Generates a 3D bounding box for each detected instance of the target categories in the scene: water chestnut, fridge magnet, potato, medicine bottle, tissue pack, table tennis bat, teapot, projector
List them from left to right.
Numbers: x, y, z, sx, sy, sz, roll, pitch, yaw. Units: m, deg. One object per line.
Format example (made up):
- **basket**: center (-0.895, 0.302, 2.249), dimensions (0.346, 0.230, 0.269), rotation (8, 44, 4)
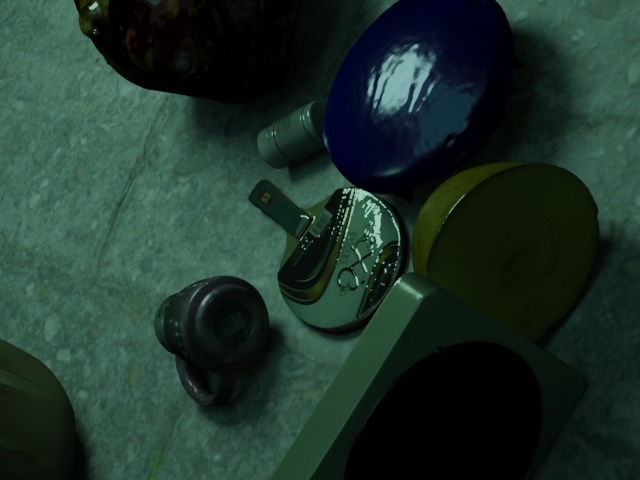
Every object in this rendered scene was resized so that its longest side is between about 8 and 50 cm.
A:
- **tissue pack**: center (-0.514, 0.289, 1.991), dimensions (0.387, 0.267, 0.277), rotation (-42, 41, 22)
- **teapot**: center (-0.133, 0.115, 1.852), dimensions (0.116, 0.148, 0.146), rotation (-35, 17, -29)
- **water chestnut**: center (-0.144, -0.340, 2.019), dimensions (0.335, 0.347, 0.335), rotation (23, 121, 43)
- **medicine bottle**: center (-0.028, -0.132, 1.911), dimensions (0.091, 0.058, 0.058), rotation (-25, 50, 34)
- **table tennis bat**: center (0.000, 0.000, 1.832), dimensions (0.173, 0.022, 0.301), rotation (-54, 42, 5)
- **fridge magnet**: center (0.114, -0.171, 1.746), dimensions (0.265, 0.113, 0.265), rotation (-24, 51, 34)
- **projector**: center (0.098, 0.185, 1.429), dimensions (0.259, 0.257, 0.079), rotation (-57, 41, 2)
- **potato**: center (0.169, -0.002, 1.561), dimensions (0.158, 0.178, 0.203), rotation (-129, 49, -64)
